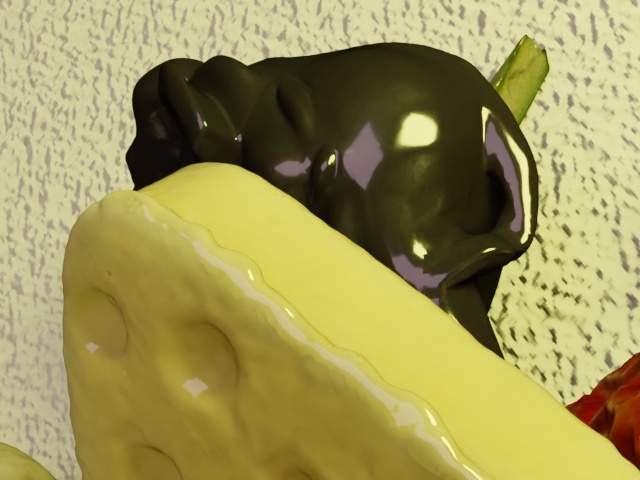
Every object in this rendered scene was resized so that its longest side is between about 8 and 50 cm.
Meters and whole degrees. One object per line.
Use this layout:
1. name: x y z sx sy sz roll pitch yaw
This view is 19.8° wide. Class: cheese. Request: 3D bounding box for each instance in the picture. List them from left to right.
1. cheese: -0.018 0.124 0.981 0.384 0.104 0.384 16 117 36

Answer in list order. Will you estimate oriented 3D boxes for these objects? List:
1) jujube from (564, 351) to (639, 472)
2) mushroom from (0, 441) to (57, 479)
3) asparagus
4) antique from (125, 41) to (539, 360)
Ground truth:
1. jujube: 0.225 0.135 0.967 0.342 0.216 0.216 -31 51 36
2. mushroom: -0.260 0.246 1.233 0.254 0.184 0.255 -18 54 27
3. asparagus: 0.103 -0.060 1.246 0.041 0.045 0.178 35 88 10
4. antique: 0.000 0.000 1.152 0.322 0.185 0.255 -7 87 36
